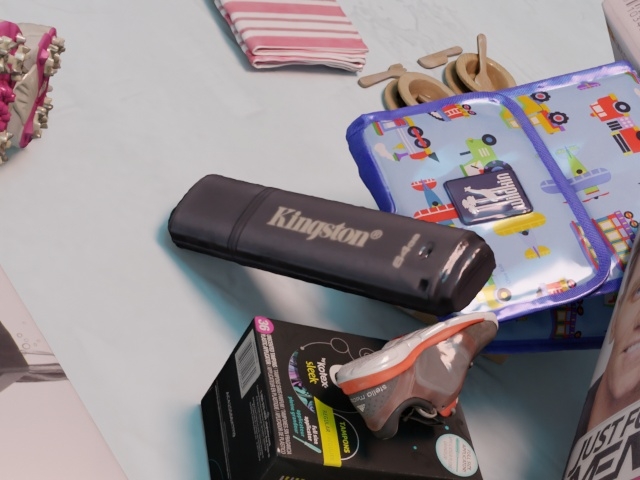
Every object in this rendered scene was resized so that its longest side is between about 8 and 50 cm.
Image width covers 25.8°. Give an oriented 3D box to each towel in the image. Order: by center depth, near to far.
[{"bbox_3d":[-0.050,-0.242,1.420,0.144,0.029,0.197,-3,48,-36],"label":"towel"}]

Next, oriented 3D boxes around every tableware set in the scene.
[{"bbox_3d":[0.142,-0.157,1.448,0.128,0.039,0.194,46,40,17],"label":"tableware set"}]

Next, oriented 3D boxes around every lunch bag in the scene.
[{"bbox_3d":[0.164,-0.017,1.157,0.293,0.138,0.221,-8,56,-27],"label":"lunch bag"}]

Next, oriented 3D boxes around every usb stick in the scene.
[{"bbox_3d":[0.000,0.000,1.062,0.278,0.045,0.077,14,48,36],"label":"usb stick"}]

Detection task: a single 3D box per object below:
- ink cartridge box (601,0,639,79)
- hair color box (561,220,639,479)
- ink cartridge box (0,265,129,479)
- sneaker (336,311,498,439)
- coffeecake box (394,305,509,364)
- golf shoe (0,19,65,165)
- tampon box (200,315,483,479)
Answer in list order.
[{"bbox_3d":[0.373,-0.043,1.307,0.307,0.072,0.303,54,9,-54],"label":"ink cartridge box"},{"bbox_3d":[0.260,0.099,0.948,0.105,0.174,0.347,27,60,-5],"label":"hair color box"},{"bbox_3d":[-0.271,0.110,0.805,0.223,0.129,0.307,-11,55,-43],"label":"ink cartridge box"},{"bbox_3d":[0.073,0.095,0.966,0.158,0.061,0.065,-21,88,-44],"label":"sneaker"},{"bbox_3d":[0.128,-0.001,1.246,0.142,0.068,0.185,29,38,-7],"label":"coffeecake box"},{"bbox_3d":[-0.276,-0.118,1.009,0.140,0.115,0.306,17,6,-4],"label":"golf shoe"},{"bbox_3d":[0.013,0.140,0.989,0.161,0.101,0.120,11,44,-26],"label":"tampon box"}]
